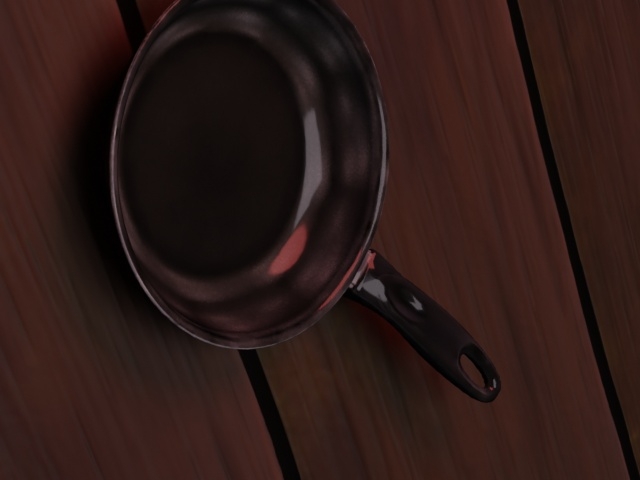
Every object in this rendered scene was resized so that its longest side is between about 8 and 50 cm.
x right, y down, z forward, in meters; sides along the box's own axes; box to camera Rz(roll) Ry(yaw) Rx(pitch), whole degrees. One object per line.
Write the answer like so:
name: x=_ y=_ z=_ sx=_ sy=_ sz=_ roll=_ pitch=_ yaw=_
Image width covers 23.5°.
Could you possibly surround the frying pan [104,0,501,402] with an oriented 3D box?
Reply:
frying pan: x=0.004 y=-0.029 z=0.847 sx=0.326 sy=0.053 sz=0.197 roll=17 pitch=83 yaw=-46
